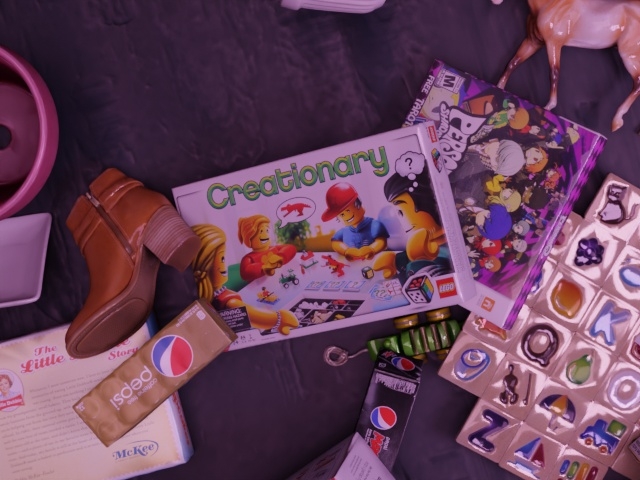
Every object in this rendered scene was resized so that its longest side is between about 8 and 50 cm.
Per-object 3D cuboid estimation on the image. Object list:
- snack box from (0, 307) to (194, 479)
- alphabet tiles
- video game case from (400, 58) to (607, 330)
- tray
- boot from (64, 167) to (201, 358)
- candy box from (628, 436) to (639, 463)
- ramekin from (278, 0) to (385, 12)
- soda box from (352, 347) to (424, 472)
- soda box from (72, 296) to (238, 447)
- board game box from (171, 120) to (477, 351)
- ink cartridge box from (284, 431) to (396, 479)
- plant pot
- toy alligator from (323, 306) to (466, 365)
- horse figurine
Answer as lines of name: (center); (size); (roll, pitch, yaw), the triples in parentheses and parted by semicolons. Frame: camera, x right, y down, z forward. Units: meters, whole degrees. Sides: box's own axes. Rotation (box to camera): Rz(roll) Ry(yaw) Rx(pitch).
snack box: (-0.324, 0.199, 1.579); (0.321, 0.060, 0.187); (-15, 92, 5)
alphabet tiles: (0.305, 0.114, 1.532); (0.285, 0.011, 0.343); (28, 95, -8)
video game case: (0.165, -0.052, 1.504); (0.210, 0.042, 0.232); (29, 96, 24)
tray: (-0.436, 0.043, 1.557); (0.270, 0.145, 0.030); (-8, 133, 5)
boot: (-0.241, 0.023, 1.533); (0.197, 0.073, 0.152); (-46, 60, -9)
candy box: (0.446, 0.211, 1.522); (0.186, 0.053, 0.109); (-43, 102, 7)
ramekin: (0.028, -0.336, 1.454); (0.109, 0.207, 0.207); (12, 94, -6)
soda box: (0.065, 0.208, 1.532); (0.053, 0.060, 0.169); (17, 113, 2)
soda box: (-0.179, 0.143, 1.507); (0.181, 0.058, 0.061); (-41, 89, 5)
board game box: (0.000, 0.000, 1.502); (0.305, 0.053, 0.193); (-14, 92, 24)
ink cartridge box: (-0.005, 0.412, 1.503); (0.309, 0.130, 0.272); (-38, 94, 19)
plant pot: (-0.370, -0.117, 1.502); (0.201, 0.180, 0.201); (0, 94, 4)
toy alligator: (0.094, 0.115, 1.549); (0.189, 0.051, 0.056); (-14, 92, 5)
horse figurine: (0.301, -0.210, 1.509); (0.263, 0.066, 0.175); (12, 100, 5)
